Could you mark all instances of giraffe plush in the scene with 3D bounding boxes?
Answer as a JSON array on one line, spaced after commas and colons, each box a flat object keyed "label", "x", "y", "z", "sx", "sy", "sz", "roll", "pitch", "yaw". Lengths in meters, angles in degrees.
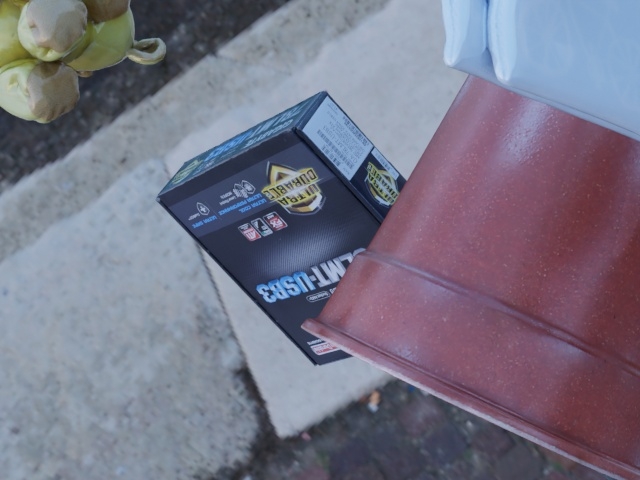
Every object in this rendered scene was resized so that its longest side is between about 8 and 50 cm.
[{"label": "giraffe plush", "x": -0.234, "y": -0.194, "z": 1.155, "sx": 0.181, "sy": 0.170, "sz": 0.210, "roll": 56, "pitch": 138, "yaw": 12}]

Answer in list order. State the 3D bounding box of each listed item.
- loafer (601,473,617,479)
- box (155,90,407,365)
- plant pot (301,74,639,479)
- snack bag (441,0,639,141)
[{"label": "loafer", "x": 0.319, "y": 0.197, "z": 1.210, "sx": 0.094, "sy": 0.251, "sz": 0.087, "roll": -28, "pitch": 14, "yaw": 45}, {"label": "box", "x": 0.000, "y": 0.000, "z": 1.426, "sx": 0.295, "sy": 0.293, "sz": 0.073, "roll": -20, "pitch": 27, "yaw": 51}, {"label": "plant pot", "x": 0.165, "y": 0.000, "z": 0.916, "sx": 0.272, "sy": 0.272, "sz": 0.265, "roll": 23, "pitch": 87, "yaw": 41}, {"label": "snack bag", "x": 0.186, "y": -0.202, "z": 0.594, "sx": 0.037, "sy": 0.323, "sz": 0.342, "roll": -1, "pitch": 79, "yaw": 47}]
